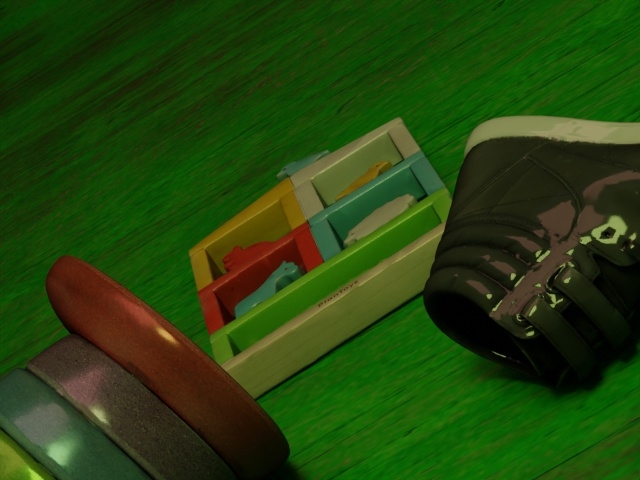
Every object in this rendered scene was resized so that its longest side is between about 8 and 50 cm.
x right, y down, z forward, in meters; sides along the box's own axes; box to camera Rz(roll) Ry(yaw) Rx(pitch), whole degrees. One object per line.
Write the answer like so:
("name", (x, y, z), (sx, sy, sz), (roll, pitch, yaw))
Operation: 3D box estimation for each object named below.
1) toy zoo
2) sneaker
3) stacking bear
("toy zoo", (0.000, 0.000, 1.391), (0.192, 0.030, 0.293), (-33, 20, 3))
("sneaker", (0.179, 0.010, 1.027), (0.295, 0.104, 0.147), (0, 55, 41))
("stacking bear", (-0.168, 0.173, 1.098), (0.289, 0.175, 0.164), (-48, 16, -11))
